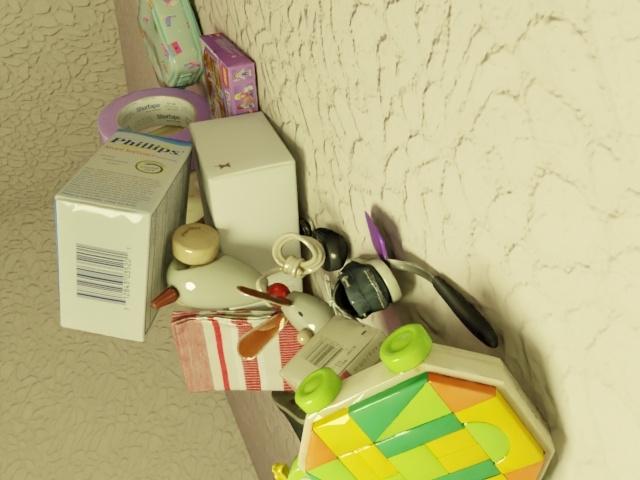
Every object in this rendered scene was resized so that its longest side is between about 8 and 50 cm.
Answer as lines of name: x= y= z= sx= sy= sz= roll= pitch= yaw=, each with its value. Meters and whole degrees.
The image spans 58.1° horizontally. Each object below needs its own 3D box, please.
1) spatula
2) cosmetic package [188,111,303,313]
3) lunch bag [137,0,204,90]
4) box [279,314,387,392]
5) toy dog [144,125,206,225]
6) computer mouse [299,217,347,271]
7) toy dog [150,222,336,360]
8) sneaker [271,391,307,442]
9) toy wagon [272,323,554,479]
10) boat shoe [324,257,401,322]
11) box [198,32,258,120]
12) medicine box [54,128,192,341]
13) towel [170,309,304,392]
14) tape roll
spatula: x=0.130 y=0.047 z=0.754 sx=0.296 sy=0.030 sz=0.084 roll=42 pitch=157 yaw=50
cosmetic package: x=-0.146 y=-0.006 z=1.200 sx=0.230 sy=0.161 sz=0.453 roll=-120 pitch=22 yaw=-48
lunch bag: x=-0.376 y=-0.502 z=1.468 sx=0.279 sy=0.108 sz=0.224 roll=8 pitch=120 yaw=69
box: x=0.075 y=0.236 z=0.808 sx=0.232 sy=0.127 sz=0.148 roll=51 pitch=163 yaw=-15
toy dog: x=-0.348 y=-0.094 z=1.591 sx=0.395 sy=0.284 sz=0.408 roll=31 pitch=141 yaw=25
computer mouse: x=0.000 y=0.000 z=1.054 sx=0.242 sy=0.041 sz=0.071 roll=-142 pitch=39 yaw=-66
toy dog: x=-0.151 y=0.102 z=0.991 sx=0.333 sy=0.161 sz=0.220 roll=6 pitch=128 yaw=24
sneaker: x=-0.063 y=0.473 z=1.536 sx=0.222 sy=0.083 sz=0.118 roll=25 pitch=131 yaw=61
toy wagon: x=0.083 y=0.254 z=0.671 sx=0.267 sy=0.344 sz=0.068 roll=52 pitch=-156 yaw=-16
boat shoe: x=0.053 y=0.084 z=0.890 sx=0.095 sy=0.079 sz=0.254 roll=64 pitch=169 yaw=-2
box: x=-0.192 y=-0.277 z=1.262 sx=0.201 sy=0.057 sz=0.293 roll=-128 pitch=28 yaw=-45
medicine box: x=-0.340 y=-0.018 z=1.032 sx=0.289 sy=0.149 sz=0.263 roll=-86 pitch=8 yaw=-58
towel: x=-0.132 y=0.239 z=1.199 sx=0.037 sy=0.329 sz=0.237 roll=-89 pitch=-3 yaw=-52
tape roll: x=-0.394 y=-0.269 z=1.412 sx=0.275 sy=0.275 sz=0.090 roll=54 pitch=154 yaw=39
